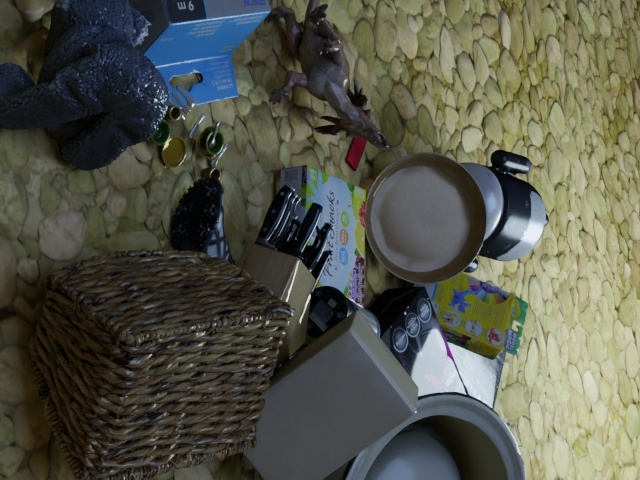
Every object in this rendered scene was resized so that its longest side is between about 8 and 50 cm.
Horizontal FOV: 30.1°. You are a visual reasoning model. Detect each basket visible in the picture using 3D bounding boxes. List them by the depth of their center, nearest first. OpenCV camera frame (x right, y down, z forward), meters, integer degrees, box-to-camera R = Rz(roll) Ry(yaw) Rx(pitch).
[{"bbox_3d":[-0.219,0.150,1.514,0.299,0.213,0.223,-7,121,-48],"label":"basket"}]

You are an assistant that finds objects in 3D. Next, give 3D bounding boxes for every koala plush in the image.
[{"bbox_3d":[-0.286,-0.239,1.505,0.196,0.203,0.221,32,46,-48],"label":"koala plush"}]

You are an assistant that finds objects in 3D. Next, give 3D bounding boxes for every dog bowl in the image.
[{"bbox_3d":[0.134,0.431,1.880,0.408,0.150,0.408,-2,94,-36],"label":"dog bowl"}]

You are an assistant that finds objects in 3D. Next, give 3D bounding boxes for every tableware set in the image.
[{"bbox_3d":[-0.186,-0.142,1.725,0.104,0.024,0.154,-59,139,-20],"label":"tableware set"}]

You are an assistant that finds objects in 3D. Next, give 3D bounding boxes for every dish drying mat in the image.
[{"bbox_3d":[0.065,-0.163,2.117,0.032,0.008,0.083,49,47,-36],"label":"dish drying mat"}]

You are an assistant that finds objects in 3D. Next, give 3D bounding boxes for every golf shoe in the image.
[{"bbox_3d":[-0.165,0.009,1.713,0.094,0.077,0.198,27,69,-60],"label":"golf shoe"}]

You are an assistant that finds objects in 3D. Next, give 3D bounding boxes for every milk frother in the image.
[{"bbox_3d":[0.015,0.162,1.865,0.135,0.143,0.129,37,23,-58],"label":"milk frother"}]

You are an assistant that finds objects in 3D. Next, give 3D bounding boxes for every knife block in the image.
[{"bbox_3d":[-0.077,0.060,1.715,0.275,0.088,0.242,-38,139,-55],"label":"knife block"}]

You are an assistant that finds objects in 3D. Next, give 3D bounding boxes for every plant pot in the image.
[{"bbox_3d":[0.186,-0.039,2.144,0.236,0.032,0.236,0,88,-16],"label":"plant pot"}]

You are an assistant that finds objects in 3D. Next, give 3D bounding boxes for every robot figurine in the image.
[{"bbox_3d":[0.323,-0.055,2.313,0.278,0.173,0.209,14,69,-47],"label":"robot figurine"}]

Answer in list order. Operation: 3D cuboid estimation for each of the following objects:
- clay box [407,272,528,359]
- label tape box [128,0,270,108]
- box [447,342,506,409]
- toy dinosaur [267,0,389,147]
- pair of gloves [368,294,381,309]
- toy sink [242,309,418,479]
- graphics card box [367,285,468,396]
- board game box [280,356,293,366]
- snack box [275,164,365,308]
[{"bbox_3d":[0.264,0.130,2.187,0.222,0.053,0.127,24,56,-5],"label":"clay box"},{"bbox_3d":[-0.189,-0.365,1.720,0.240,0.105,0.334,-23,101,-53],"label":"label tape box"},{"bbox_3d":[0.271,0.213,2.285,0.231,0.056,0.183,49,45,-37],"label":"box"},{"bbox_3d":[0.009,-0.287,1.978,0.200,0.127,0.296,31,46,-56],"label":"toy dinosaur"},{"bbox_3d":[0.113,0.139,2.118,0.074,0.010,0.083,-29,108,-49],"label":"pair of gloves"},{"bbox_3d":[0.003,0.235,1.712,0.153,0.234,0.131,51,11,-4],"label":"toy sink"},{"bbox_3d":[0.159,0.293,2.073,0.233,0.094,0.371,-43,116,-44],"label":"graphics card box"},{"bbox_3d":[-0.063,0.255,1.832,0.103,0.026,0.154,50,46,-36],"label":"board game box"},{"bbox_3d":[0.000,0.000,1.938,0.174,0.070,0.207,21,65,-52],"label":"snack box"}]
